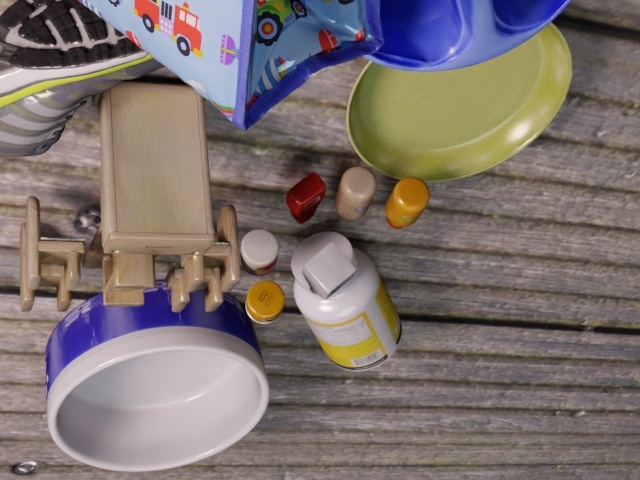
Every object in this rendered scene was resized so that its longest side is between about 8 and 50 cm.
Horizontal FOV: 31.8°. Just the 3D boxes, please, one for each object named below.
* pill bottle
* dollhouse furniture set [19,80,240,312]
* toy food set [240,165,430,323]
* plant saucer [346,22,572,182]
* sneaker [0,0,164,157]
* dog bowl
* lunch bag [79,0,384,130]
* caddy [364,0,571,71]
[{"bbox_3d":[0.028,0.071,1.338,0.103,0.103,0.184,-21,140,5],"label":"pill bottle"},{"bbox_3d":[-0.189,-0.035,1.148,0.212,0.161,0.242,1,159,-20],"label":"dollhouse furniture set"},{"bbox_3d":[0.000,0.000,1.216,0.232,0.111,0.104,-40,171,-14],"label":"toy food set"},{"bbox_3d":[0.139,-0.157,1.164,0.240,0.037,0.241,-10,141,-8],"label":"plant saucer"},{"bbox_3d":[-0.249,-0.145,1.005,0.299,0.111,0.121,-16,151,8],"label":"sneaker"},{"bbox_3d":[-0.200,0.169,1.371,0.264,0.104,0.265,-10,140,-9],"label":"dog bowl"},{"bbox_3d":[-0.079,-0.257,0.699,0.138,0.221,0.293,-35,146,-26],"label":"lunch bag"},{"bbox_3d":[0.093,-0.284,0.888,0.241,0.179,0.341,-21,140,4],"label":"caddy"}]
